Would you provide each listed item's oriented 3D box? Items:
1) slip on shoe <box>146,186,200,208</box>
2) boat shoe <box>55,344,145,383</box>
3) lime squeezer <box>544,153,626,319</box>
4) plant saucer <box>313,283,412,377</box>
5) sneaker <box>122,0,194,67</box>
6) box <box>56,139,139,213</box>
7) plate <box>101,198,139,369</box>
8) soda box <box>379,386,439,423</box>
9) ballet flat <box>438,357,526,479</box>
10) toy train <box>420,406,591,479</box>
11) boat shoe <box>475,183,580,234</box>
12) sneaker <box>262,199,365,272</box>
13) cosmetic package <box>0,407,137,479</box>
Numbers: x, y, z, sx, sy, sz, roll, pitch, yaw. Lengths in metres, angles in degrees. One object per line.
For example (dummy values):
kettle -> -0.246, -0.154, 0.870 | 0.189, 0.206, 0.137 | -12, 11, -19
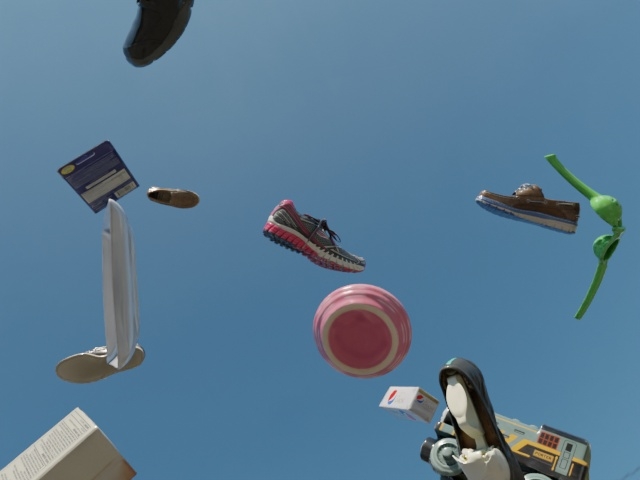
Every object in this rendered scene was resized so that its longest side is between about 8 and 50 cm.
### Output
slip on shoe -> -0.387, -0.113, 1.363 | 0.135, 0.041, 0.051 | 12, -83, -11
boat shoe -> -0.537, 0.299, 1.278 | 0.206, 0.065, 0.075 | -10, -83, -11
lime squeezer -> 0.481, -0.011, 0.922 | 0.059, 0.110, 0.310 | -11, -89, -59
plant saucer -> 0.134, 0.312, 1.712 | 0.332, 0.084, 0.332 | 3, -77, 11
sneaker -> -0.287, -0.483, 0.940 | 0.139, 0.125, 0.341 | 23, -79, -42
box -> -0.543, -0.161, 1.270 | 0.136, 0.036, 0.225 | -36, -17, -14
plate -> -0.368, 0.088, 0.948 | 0.045, 0.277, 0.278 | -2, -100, -25
soda box -> 0.244, 0.456, 1.448 | 0.074, 0.216, 0.069 | 34, -110, -4
ballet flat -> 0.261, 0.337, 0.877 | 0.095, 0.280, 0.096 | -32, -32, 27
toy train -> 0.373, 0.445, 1.043 | 0.190, 0.334, 0.142 | -49, -49, -32
boat shoe -> 0.377, -0.067, 0.944 | 0.183, 0.066, 0.066 | 17, -90, 4
sneaker -> 0.000, 0.000, 1.384 | 0.299, 0.121, 0.112 | 30, -104, -19
cosmetic package -> -0.489, 0.451, 0.885 | 0.296, 0.153, 0.129 | -40, -67, -30
